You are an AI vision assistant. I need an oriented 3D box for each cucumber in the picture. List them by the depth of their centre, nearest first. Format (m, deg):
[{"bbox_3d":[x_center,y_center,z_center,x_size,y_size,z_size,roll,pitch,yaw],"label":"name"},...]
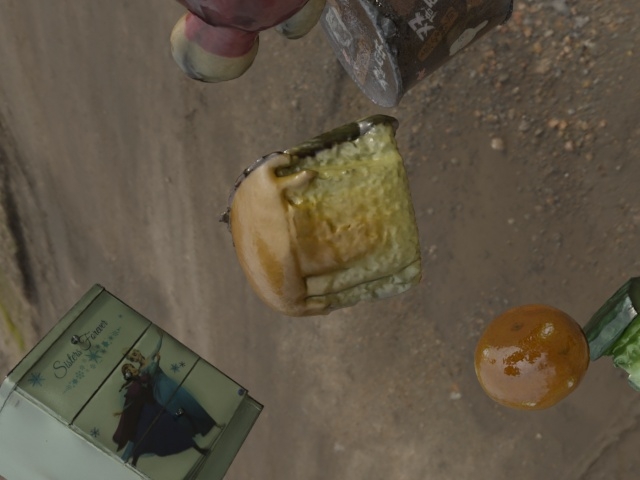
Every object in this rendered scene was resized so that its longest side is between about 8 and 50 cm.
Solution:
[{"bbox_3d":[0.517,0.159,1.304,0.191,0.191,0.130,46,125,19],"label":"cucumber"}]

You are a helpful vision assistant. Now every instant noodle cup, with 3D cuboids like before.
[{"bbox_3d":[0.126,-0.319,1.116,0.217,0.207,0.217,56,170,15],"label":"instant noodle cup"}]

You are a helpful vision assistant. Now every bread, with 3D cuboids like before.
[{"bbox_3d":[0.000,0.000,0.913,0.262,0.204,0.162,85,169,-61],"label":"bread"}]

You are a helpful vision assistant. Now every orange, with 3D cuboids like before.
[{"bbox_3d":[0.288,0.161,1.127,0.156,0.156,0.124,7,137,51],"label":"orange"}]

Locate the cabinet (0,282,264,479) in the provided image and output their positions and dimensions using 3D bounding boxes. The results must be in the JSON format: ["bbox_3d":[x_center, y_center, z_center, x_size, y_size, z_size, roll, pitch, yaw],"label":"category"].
[{"bbox_3d":[-0.191,0.179,0.796,0.206,0.145,0.150,36,128,-3],"label":"cabinet"}]

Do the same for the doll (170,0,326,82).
[{"bbox_3d":[-0.017,-0.226,0.491,0.152,0.256,0.196,28,152,26],"label":"doll"}]
